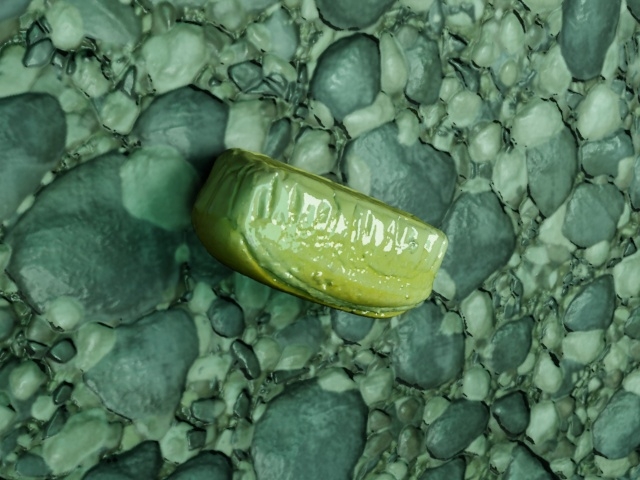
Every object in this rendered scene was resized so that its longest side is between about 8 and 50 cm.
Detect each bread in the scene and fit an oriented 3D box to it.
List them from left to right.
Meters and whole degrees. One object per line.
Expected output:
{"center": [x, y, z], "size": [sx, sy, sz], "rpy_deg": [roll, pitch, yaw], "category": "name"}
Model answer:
{"center": [0.000, 0.000, 1.173], "size": [0.236, 0.140, 0.106], "rpy_deg": [19, 95, -31], "category": "bread"}
